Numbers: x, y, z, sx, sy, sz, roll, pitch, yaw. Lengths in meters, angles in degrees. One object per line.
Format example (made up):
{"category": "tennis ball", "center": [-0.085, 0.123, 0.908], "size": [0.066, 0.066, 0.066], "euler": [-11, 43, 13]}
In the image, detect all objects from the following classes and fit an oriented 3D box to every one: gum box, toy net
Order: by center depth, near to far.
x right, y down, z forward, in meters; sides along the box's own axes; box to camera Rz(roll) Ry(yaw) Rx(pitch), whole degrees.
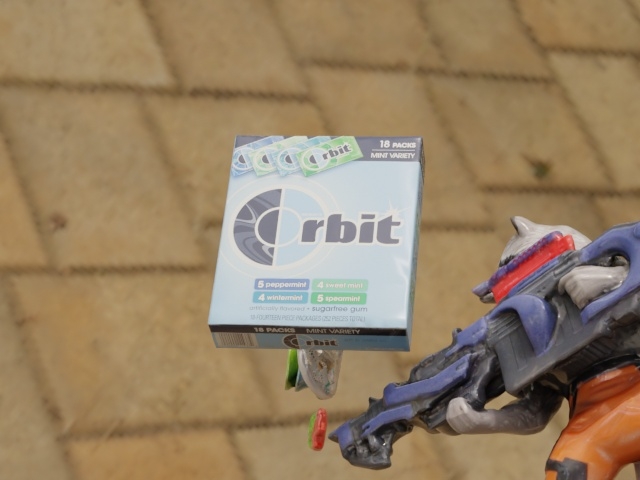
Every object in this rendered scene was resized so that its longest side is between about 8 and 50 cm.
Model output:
{"category": "gum box", "center": [0.000, 0.000, 1.518], "size": [0.157, 0.041, 0.184], "euler": [0, 57, 9]}
{"category": "toy net", "center": [-0.009, 0.122, 1.689], "size": [0.045, 0.232, 0.122], "euler": [8, 80, -2]}

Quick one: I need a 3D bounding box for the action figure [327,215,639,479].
{"category": "action figure", "center": [0.186, 0.140, 1.454], "size": [0.178, 0.341, 0.330], "euler": [20, 49, -47]}
